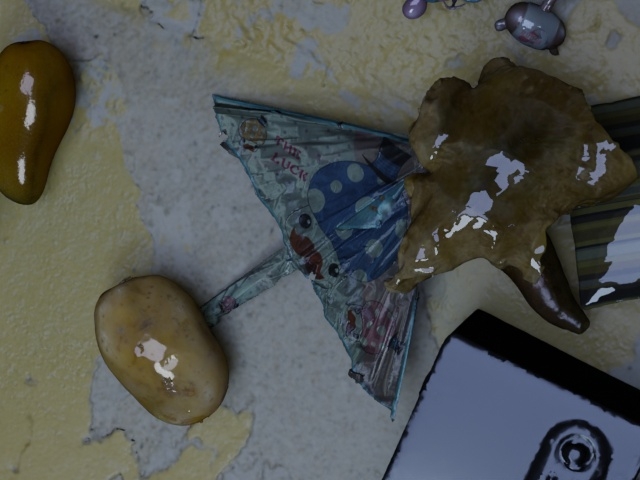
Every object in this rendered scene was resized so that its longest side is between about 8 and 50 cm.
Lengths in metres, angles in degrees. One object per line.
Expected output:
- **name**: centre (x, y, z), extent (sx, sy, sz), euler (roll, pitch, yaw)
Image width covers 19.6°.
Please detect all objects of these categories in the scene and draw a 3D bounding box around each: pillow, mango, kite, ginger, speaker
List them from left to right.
- **mango**: centre (-0.324, -0.132, 2.030), extent (0.102, 0.085, 0.184), euler (16, 112, 10)
- **kite**: centre (0.000, 0.000, 1.957), extent (0.368, 0.014, 0.406), euler (-35, 78, 28)
- **ginger**: centre (0.160, -0.055, 1.821), extent (0.270, 0.123, 0.219), euler (-37, 79, -5)
- **speaker**: centre (0.190, 0.236, 1.891), extent (0.232, 0.184, 0.254), euler (27, 102, 10)
- **pillow**: centre (0.351, -0.049, 1.864), extent (0.208, 0.052, 0.212), euler (-9, 84, 15)

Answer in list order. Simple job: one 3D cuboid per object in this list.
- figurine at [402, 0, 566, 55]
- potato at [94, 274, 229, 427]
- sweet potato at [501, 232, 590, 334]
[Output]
- **figurine**: centre (0.204, -0.284, 1.869), extent (0.260, 0.103, 0.205), euler (-10, 131, 14)
- **potato**: centre (-0.171, 0.120, 2.010), extent (0.118, 0.109, 0.178), euler (-35, 93, -5)
- **sweet potato**: centre (0.194, -0.001, 1.914), extent (0.077, 0.077, 0.243), euler (-42, 87, 16)
